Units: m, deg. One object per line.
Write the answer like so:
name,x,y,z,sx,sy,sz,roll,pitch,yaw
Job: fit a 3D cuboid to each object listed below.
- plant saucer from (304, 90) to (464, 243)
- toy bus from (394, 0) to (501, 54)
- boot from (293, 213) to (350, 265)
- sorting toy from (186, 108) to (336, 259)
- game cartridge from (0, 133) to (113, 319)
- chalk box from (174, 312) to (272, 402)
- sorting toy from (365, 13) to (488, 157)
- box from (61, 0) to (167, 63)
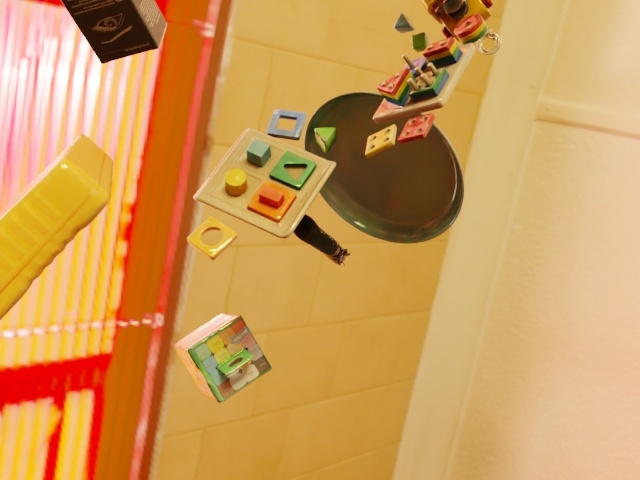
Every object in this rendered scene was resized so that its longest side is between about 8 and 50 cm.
plant saucer,0.117,-0.134,1.427,0.317,0.044,0.317,21,-44,22
toy bus,0.219,-0.435,1.380,0.202,0.104,0.191,11,-91,32
boot,0.000,-0.001,1.496,0.121,0.099,0.045,37,-91,16
sorting toy,-0.097,-0.109,1.355,0.196,0.347,0.047,22,-30,17
game cartridge,-0.279,0.055,0.594,0.324,0.052,0.285,-45,-162,-2
chalk box,-0.197,0.237,1.610,0.132,0.132,0.213,61,-20,-6
sorting toy,0.141,-0.238,1.167,0.132,0.046,0.274,-6,-135,48
box,-0.457,-0.514,1.737,0.153,0.207,0.108,-10,-134,15
